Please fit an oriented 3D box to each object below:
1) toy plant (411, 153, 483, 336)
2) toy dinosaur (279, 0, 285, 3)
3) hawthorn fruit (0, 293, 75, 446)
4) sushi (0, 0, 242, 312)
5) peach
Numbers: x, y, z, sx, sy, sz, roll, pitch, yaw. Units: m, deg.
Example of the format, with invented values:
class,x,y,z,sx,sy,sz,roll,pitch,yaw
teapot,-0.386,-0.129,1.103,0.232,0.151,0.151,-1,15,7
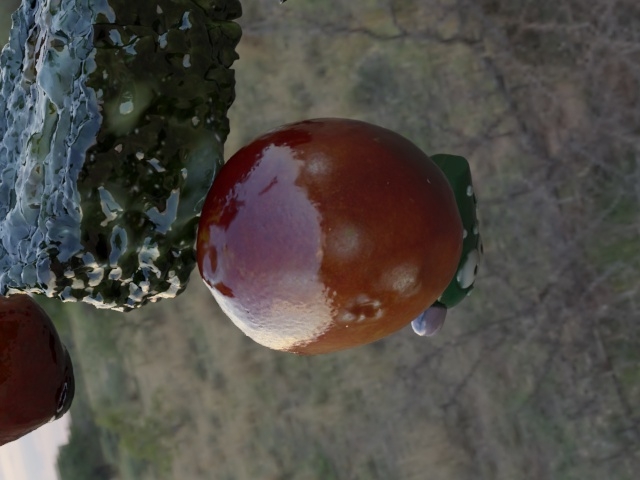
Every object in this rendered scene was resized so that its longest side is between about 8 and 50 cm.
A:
class,x,y,z,sx,sy,sz,roll,pitch,yaw
toy plant,0.164,0.008,1.673,0.243,0.112,0.233,74,-148,-54
toy dinosaur,-0.077,-0.346,1.441,0.087,0.187,0.179,63,172,12
hawthorn fruit,-0.419,0.154,1.425,0.215,0.249,0.215,19,119,38
sushi,-0.207,-0.104,1.192,0.294,0.178,0.352,28,107,58
peach,0.000,0.000,1.092,0.243,0.243,0.200,94,156,-56
